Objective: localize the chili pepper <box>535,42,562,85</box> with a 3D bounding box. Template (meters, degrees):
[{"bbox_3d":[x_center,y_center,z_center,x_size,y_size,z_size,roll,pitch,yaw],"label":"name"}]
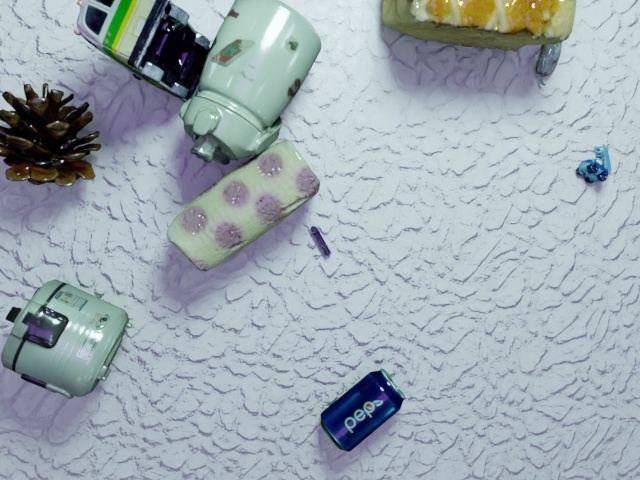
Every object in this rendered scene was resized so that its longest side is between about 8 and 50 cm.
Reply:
[{"bbox_3d":[0.558,-0.455,1.350,0.050,0.041,0.153,13,97,-50],"label":"chili pepper"}]

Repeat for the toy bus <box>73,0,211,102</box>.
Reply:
[{"bbox_3d":[-0.346,-0.398,1.131,0.179,0.305,0.143,26,94,4],"label":"toy bus"}]

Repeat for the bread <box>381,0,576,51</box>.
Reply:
[{"bbox_3d":[0.336,-0.614,1.187,0.371,0.279,0.390,2,96,-8],"label":"bread"}]

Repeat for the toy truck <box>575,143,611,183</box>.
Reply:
[{"bbox_3d":[0.692,-0.193,1.392,0.073,0.056,0.090,34,79,-13],"label":"toy truck"}]

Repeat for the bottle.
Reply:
[{"bbox_3d":[-0.160,-0.316,1.192,0.229,0.229,0.351,27,86,-9],"label":"bottle"}]

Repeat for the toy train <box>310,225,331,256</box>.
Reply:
[{"bbox_3d":[0.000,0.000,1.354,0.017,0.017,0.083,-30,100,-4],"label":"toy train"}]

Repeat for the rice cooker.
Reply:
[{"bbox_3d":[-0.561,0.212,1.216,0.244,0.226,0.226,30,93,-9],"label":"rice cooker"}]

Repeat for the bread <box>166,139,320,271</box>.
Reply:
[{"bbox_3d":[-0.168,-0.081,1.244,0.338,0.187,0.155,-37,98,0],"label":"bread"}]

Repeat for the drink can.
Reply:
[{"bbox_3d":[0.104,0.413,1.365,0.205,0.118,0.118,-41,99,0],"label":"drink can"}]

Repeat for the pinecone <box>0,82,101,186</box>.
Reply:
[{"bbox_3d":[-0.580,-0.225,1.172,0.229,0.202,0.201,28,103,12],"label":"pinecone"}]
